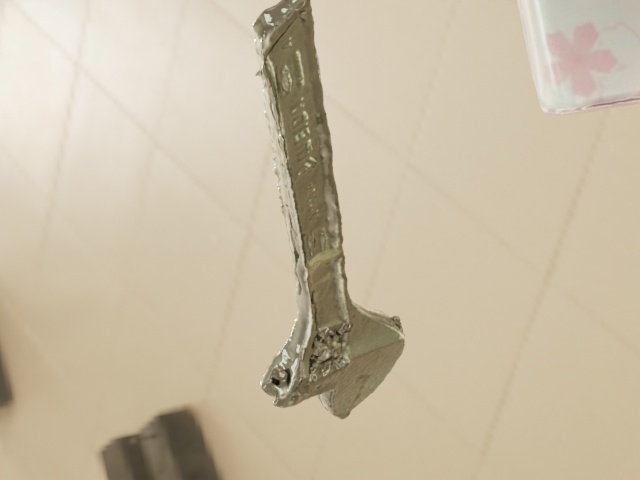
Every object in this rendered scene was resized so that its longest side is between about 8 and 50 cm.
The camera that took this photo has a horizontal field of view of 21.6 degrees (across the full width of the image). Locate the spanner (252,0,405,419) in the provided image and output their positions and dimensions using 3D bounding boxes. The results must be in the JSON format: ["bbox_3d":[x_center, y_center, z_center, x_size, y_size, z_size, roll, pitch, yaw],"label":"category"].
[{"bbox_3d":[0.000,0.000,0.839,0.026,0.093,0.325,43,156,31],"label":"spanner"}]

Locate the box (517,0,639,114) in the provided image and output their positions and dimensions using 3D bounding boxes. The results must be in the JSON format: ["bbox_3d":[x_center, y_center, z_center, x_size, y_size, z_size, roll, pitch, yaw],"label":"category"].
[{"bbox_3d":[0.177,-0.269,0.933,0.112,0.190,0.369,-84,-21,-71],"label":"box"}]
